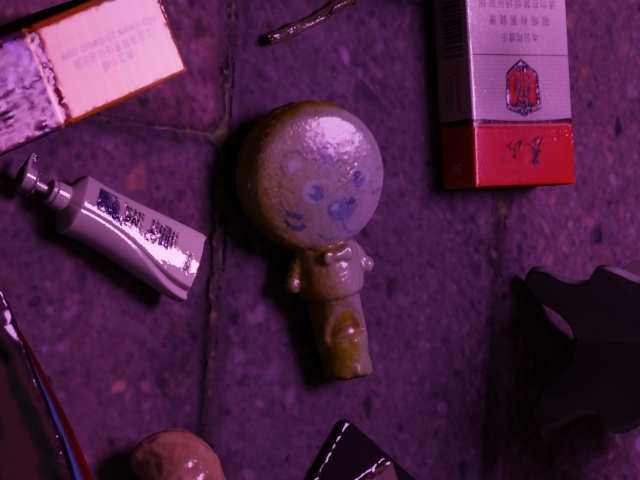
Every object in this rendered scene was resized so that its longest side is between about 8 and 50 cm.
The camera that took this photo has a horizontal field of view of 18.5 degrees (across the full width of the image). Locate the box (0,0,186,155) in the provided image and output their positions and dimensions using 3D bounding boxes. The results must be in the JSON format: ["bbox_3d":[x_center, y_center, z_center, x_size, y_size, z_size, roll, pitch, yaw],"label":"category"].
[{"bbox_3d":[-0.217,-0.078,1.150,0.237,0.152,0.070,-30,105,-33],"label":"box"}]

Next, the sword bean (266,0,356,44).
[{"bbox_3d":[-0.007,-0.155,1.385,0.083,0.012,0.012,-31,105,-33],"label":"sword bean"}]

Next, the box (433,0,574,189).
[{"bbox_3d":[0.137,-0.115,1.462,0.100,0.048,0.152,-3,87,-33],"label":"box"}]

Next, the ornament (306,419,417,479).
[{"bbox_3d":[0.087,0.234,1.322,0.166,0.196,0.153,42,66,-27],"label":"ornament"}]

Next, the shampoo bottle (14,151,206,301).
[{"bbox_3d":[-0.138,-0.010,1.274,0.141,0.034,0.049,29,77,-29],"label":"shampoo bottle"}]

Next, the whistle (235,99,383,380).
[{"bbox_3d":[0.000,0.000,1.362,0.104,0.057,0.198,-17,104,-23],"label":"whistle"}]

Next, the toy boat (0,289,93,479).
[{"bbox_3d":[-0.187,0.192,1.208,0.136,0.079,0.392,-13,97,-25],"label":"toy boat"}]

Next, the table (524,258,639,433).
[{"bbox_3d":[0.252,0.075,1.440,0.166,0.198,0.167,2,86,-34],"label":"table"}]

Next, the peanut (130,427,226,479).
[{"bbox_3d":[-0.071,0.204,1.277,0.080,0.080,0.174,-22,89,-34],"label":"peanut"}]
